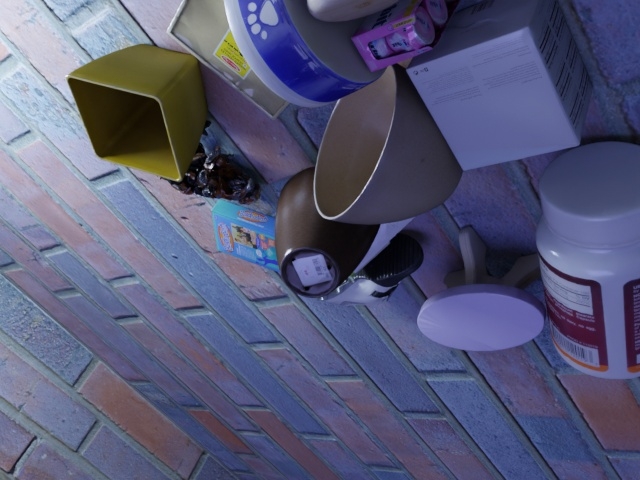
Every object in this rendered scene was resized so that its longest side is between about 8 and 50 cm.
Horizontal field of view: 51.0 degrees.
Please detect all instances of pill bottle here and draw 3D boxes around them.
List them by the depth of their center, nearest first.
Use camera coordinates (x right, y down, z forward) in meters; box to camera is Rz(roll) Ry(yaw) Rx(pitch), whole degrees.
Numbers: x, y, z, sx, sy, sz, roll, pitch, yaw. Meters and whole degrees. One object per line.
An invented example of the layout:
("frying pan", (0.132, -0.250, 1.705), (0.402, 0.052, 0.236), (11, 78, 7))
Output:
("pill bottle", (0.494, 0.040, 1.154), (0.224, 0.224, 0.392), (4, 137, 30))

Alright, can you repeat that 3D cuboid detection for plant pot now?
("plant pot", (0.136, -0.148, 1.160), (0.191, 0.283, 0.284), (16, 148, -22))
("plant pot", (0.000, 0.000, 1.272), (0.216, 0.230, 0.215), (4, 120, 8))
("plant pot", (-0.341, -0.277, 1.355), (0.212, 0.187, 0.212), (17, 142, 17))

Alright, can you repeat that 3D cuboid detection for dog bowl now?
("dog bowl", (-0.010, -0.339, 0.997), (0.104, 0.264, 0.265), (-14, 126, 41))

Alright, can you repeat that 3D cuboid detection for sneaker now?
("sneaker", (0.131, 0.079, 1.550), (0.146, 0.122, 0.331), (29, 147, -32))

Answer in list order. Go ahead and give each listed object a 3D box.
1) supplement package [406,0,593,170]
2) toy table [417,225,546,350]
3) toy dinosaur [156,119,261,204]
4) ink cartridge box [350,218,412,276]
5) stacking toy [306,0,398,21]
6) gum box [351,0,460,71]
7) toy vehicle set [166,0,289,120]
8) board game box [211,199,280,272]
("supplement package", (0.277, -0.244, 1.018), (0.194, 0.149, 0.203), (-9, 129, 40))
("toy table", (0.343, 0.111, 1.391), (0.275, 0.160, 0.252), (-6, 131, 37))
("toy dinosaur", (-0.299, -0.157, 1.517), (0.322, 0.164, 0.218), (-3, 154, 6))
("ink cartridge box", (0.083, -0.074, 1.405), (0.189, 0.097, 0.255), (39, 118, -13))
("stacking toy", (0.014, -0.465, 0.865), (0.141, 0.141, 0.330), (-12, 94, 42))
("gum box", (0.131, -0.330, 0.979), (0.107, 0.188, 0.062), (-10, 129, 41))
("toy vehicle set", (-0.146, -0.360, 1.254), (0.267, 0.035, 0.166), (38, 143, -13))
("board game box", (-0.164, -0.006, 1.680), (0.211, 0.047, 0.160), (19, 143, 13))
